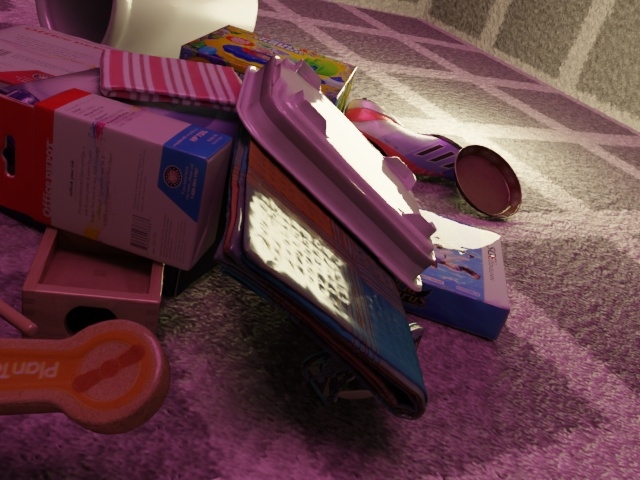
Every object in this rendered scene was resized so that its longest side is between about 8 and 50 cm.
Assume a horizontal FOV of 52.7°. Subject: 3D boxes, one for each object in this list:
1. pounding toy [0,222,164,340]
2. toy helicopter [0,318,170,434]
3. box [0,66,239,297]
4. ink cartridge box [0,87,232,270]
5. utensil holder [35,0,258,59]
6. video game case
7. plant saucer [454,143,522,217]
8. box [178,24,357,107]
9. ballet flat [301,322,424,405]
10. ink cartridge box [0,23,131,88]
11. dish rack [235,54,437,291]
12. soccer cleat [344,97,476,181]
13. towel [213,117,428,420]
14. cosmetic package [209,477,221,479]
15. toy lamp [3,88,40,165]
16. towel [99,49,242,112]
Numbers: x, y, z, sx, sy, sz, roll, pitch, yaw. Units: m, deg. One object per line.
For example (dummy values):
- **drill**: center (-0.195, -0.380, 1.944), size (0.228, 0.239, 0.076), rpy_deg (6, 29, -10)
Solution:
- **pounding toy**: center (-0.269, 0.067, 0.653), size (0.206, 0.094, 0.181), rpy_deg (7, 31, -14)
- **toy helicopter**: center (-0.291, 0.117, 0.477), size (0.354, 0.140, 0.235), rpy_deg (-1, 57, 3)
- **box**: center (-0.225, -0.108, 0.899), size (0.296, 0.183, 0.294), rpy_deg (24, 30, 13)
- **ink cartridge box**: center (-0.221, -0.072, 0.681), size (0.231, 0.134, 0.078), rpy_deg (19, 29, 5)
- **utensil holder**: center (-0.382, -0.550, 1.449), size (0.327, 0.328, 0.385), rpy_deg (35, 31, 30)
- **video game case**: center (0.148, 0.022, 0.999), size (0.269, 0.061, 0.244), rpy_deg (18, 27, 2)
- **plant saucer**: center (0.335, -0.117, 1.314), size (0.168, 0.029, 0.169), rpy_deg (12, 61, -22)
- **box**: center (-0.105, -0.276, 1.267), size (0.289, 0.177, 0.279), rpy_deg (18, 27, 1)
- **ballet flat**: center (0.060, 0.146, 0.745), size (0.188, 0.070, 0.070), rpy_deg (-11, 39, -38)
- **ink cartridge box**: center (-0.460, -0.245, 1.055), size (0.226, 0.131, 0.306), rpy_deg (17, 25, -1)
- **dish rack**: center (0.036, -0.109, 0.859), size (0.333, 0.072, 0.286), rpy_deg (42, 20, -21)
- **soccer cleat**: center (0.183, -0.180, 1.357), size (0.318, 0.108, 0.116), rpy_deg (25, 64, -11)
- **towel**: center (0.000, 0.000, 0.724), size (0.271, 0.040, 0.370), rpy_deg (43, 19, -25)
- **cosmetic package**: center (-0.161, 0.245, 0.431), size (0.239, 0.060, 0.099), rpy_deg (-3, 37, -34)
- **toy lamp**: center (-0.394, -0.055, 0.679), size (0.080, 0.080, 0.275), rpy_deg (24, 62, 13)
- **towel**: center (-0.199, -0.213, 0.880), size (0.197, 0.029, 0.144), rpy_deg (3, 31, -19)
